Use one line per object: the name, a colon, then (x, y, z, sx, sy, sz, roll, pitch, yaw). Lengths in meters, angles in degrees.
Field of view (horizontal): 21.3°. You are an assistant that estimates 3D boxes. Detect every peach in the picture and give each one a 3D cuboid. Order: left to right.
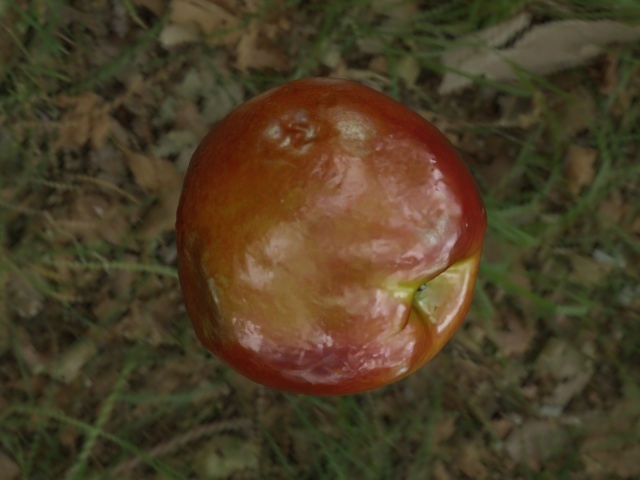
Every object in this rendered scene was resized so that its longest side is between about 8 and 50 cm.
peach: (0.000, 0.000, 1.244, 0.243, 0.243, 0.199, -44, 146, -7)
